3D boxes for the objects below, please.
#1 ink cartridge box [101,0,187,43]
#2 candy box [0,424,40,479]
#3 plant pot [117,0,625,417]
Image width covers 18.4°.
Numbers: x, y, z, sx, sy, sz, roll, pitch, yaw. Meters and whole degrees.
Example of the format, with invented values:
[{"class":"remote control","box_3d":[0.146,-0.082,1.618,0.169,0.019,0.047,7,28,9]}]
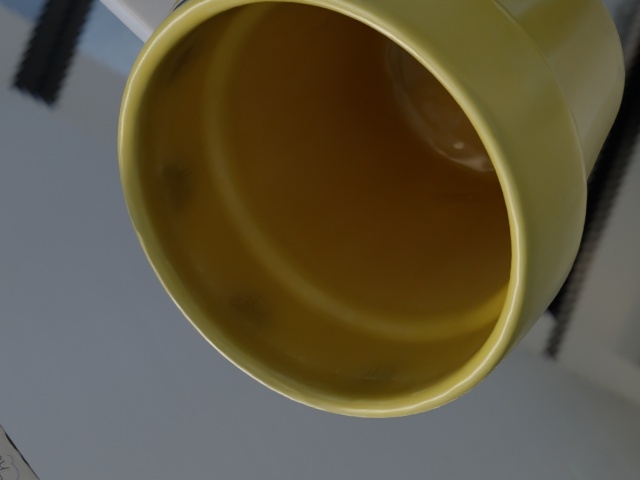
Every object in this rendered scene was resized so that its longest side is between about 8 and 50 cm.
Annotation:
[{"class":"ink cartridge box","box_3d":[-0.078,-0.226,1.475,0.311,0.186,0.065,43,169,16]},{"class":"candy box","box_3d":[-0.252,0.130,1.062,0.165,0.196,0.070,54,-137,4]},{"class":"plant pot","box_3d":[0.054,-0.065,1.120,0.254,0.254,0.239,53,-139,-2]}]
